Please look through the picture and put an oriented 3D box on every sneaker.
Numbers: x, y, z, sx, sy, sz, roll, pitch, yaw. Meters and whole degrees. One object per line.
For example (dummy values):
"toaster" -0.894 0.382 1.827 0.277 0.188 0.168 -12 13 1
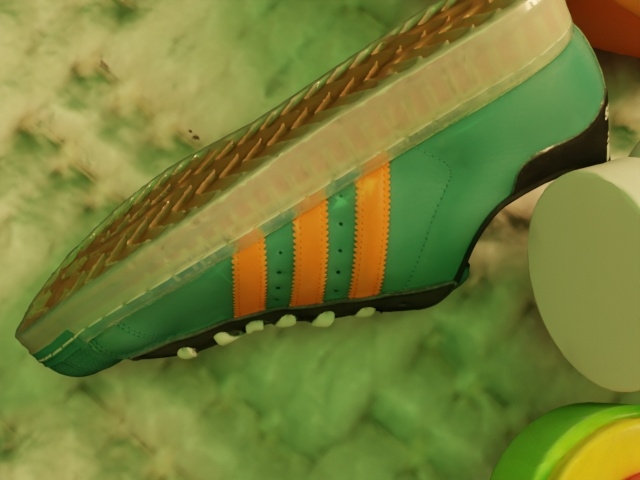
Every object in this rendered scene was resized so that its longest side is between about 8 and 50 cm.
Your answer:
"sneaker" 0.000 0.000 0.414 0.302 0.108 0.121 -30 113 10

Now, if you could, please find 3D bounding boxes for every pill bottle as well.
"pill bottle" 0.210 -0.006 0.379 0.222 0.124 0.124 -12 76 -20

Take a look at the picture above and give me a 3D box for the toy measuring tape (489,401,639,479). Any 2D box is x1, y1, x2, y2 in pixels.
"toy measuring tape" 0.182 0.097 0.393 0.330 0.121 0.121 -30 78 -14

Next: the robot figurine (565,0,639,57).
"robot figurine" 0.153 -0.160 0.442 0.220 0.158 0.128 15 93 4
